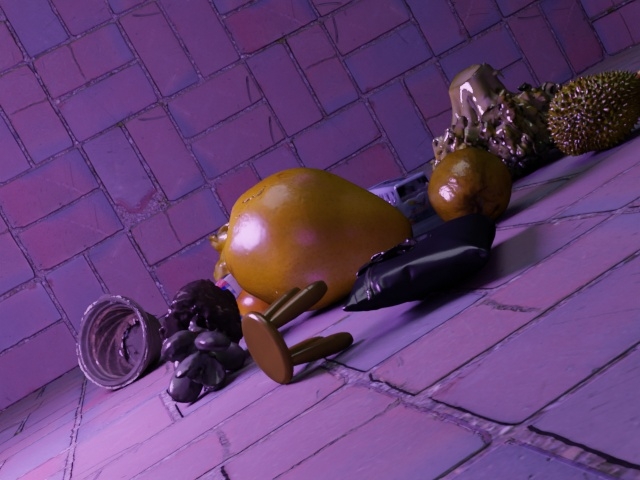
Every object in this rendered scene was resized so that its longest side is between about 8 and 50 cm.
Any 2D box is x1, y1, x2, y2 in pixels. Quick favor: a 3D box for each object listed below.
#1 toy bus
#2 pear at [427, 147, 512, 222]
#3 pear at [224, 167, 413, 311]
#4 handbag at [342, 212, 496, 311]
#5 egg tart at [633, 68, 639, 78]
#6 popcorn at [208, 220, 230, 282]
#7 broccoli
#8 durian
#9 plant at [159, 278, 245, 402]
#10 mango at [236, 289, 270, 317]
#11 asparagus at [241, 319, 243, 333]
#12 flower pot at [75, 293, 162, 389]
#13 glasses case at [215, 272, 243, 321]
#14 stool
[{"bbox_3d":[0.172,-0.066,1.907,0.109,0.136,0.330,-28,5,-10],"label":"toy bus"},{"bbox_3d":[0.266,-0.090,1.570,0.149,0.149,0.162,-29,14,9],"label":"pear"},{"bbox_3d":[-0.007,0.008,1.635,0.336,0.284,0.285,17,27,23],"label":"pear"},{"bbox_3d":[0.148,0.033,1.265,0.211,0.088,0.254,-22,5,15],"label":"handbag"},{"bbox_3d":[0.719,-0.343,1.869,0.252,0.098,0.232,-28,-4,-40],"label":"egg tart"},{"bbox_3d":[-0.169,0.038,2.316,0.224,0.270,0.258,-1,-18,20],"label":"popcorn"},{"bbox_3d":[0.393,-0.235,1.977,0.334,0.272,0.324,-2,66,67],"label":"broccoli"},{"bbox_3d":[0.516,-0.244,1.657,0.198,0.146,0.159,-31,5,31],"label":"durian"},{"bbox_3d":[-0.208,0.182,1.556,0.274,0.149,0.146,-108,35,-69],"label":"plant"},{"bbox_3d":[-0.094,0.114,1.890,0.178,0.090,0.115,-28,16,-21],"label":"mango"},{"bbox_3d":[-0.137,0.164,1.942,0.178,0.041,0.045,-48,-17,-33],"label":"asparagus"},{"bbox_3d":[-0.485,0.254,2.227,0.235,0.235,0.140,-28,-17,22],"label":"flower pot"},{"bbox_3d":[-0.112,0.086,2.072,0.327,0.125,0.076,-33,6,-39],"label":"glasses case"},{"bbox_3d":[-0.036,0.127,1.233,0.110,0.134,0.135,-30,49,-27],"label":"stool"}]
